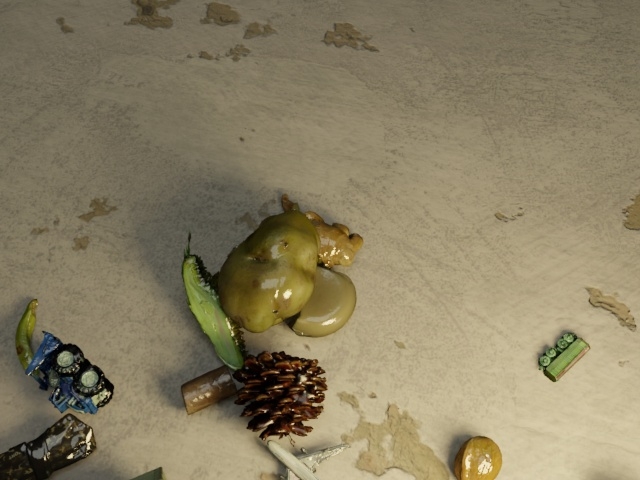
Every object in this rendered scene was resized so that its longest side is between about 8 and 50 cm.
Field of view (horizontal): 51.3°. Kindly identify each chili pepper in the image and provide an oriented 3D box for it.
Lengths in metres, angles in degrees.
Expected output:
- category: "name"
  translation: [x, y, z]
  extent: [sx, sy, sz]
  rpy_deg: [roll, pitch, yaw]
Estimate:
- category: "chili pepper"
  translation: [-0.715, 0.231, 1.621]
  extent: [0.049, 0.043, 0.208]
  rpy_deg: [-18, 59, 0]

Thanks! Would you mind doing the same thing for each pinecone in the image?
- category: "pinecone"
  translation: [-0.093, 0.348, 1.487]
  extent: [0.221, 0.221, 0.221]
  rpy_deg: [2, 58, -3]

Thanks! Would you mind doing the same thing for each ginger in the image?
- category: "ginger"
  translation: [-0.083, -0.093, 1.872]
  extent: [0.048, 0.030, 0.097]
  rpy_deg: [-7, 60, -6]
- category: "ginger"
  translation: [0.000, 0.000, 1.777]
  extent: [0.216, 0.102, 0.157]
  rpy_deg: [19, 54, 9]

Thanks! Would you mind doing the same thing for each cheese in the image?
- category: "cheese"
  translation: [-0.003, 0.158, 1.684]
  extent: [0.175, 0.091, 0.202]
  rpy_deg: [21, 59, 12]

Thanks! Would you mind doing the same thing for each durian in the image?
- category: "durian"
  translation: [-0.258, 0.158, 1.644]
  extent: [0.132, 0.106, 0.375]
  rpy_deg: [-28, 86, 6]

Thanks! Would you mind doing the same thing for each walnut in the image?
- category: "walnut"
  translation: [0.349, 0.496, 1.487]
  extent: [0.105, 0.105, 0.124]
  rpy_deg: [26, 60, 13]

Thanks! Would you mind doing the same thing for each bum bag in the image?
- category: "bum bag"
  translation: [-0.615, 0.474, 1.456]
  extent: [0.248, 0.069, 0.102]
  rpy_deg: [-30, 100, -22]

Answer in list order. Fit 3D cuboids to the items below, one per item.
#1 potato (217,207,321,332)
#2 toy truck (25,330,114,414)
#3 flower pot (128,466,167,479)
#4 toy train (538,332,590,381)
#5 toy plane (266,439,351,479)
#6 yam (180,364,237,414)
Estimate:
- category: "potato"
  translation: [-0.112, 0.063, 1.610]
  extent: [0.218, 0.202, 0.351]
  rpy_deg: [-10, 45, 29]
- category: "toy truck"
  translation: [-0.586, 0.314, 1.536]
  extent: [0.208, 0.113, 0.126]
  rpy_deg: [37, 64, 19]
- category: "flower pot"
  translation: [-0.363, 0.591, 1.317]
  extent: [0.190, 0.239, 0.209]
  rpy_deg: [-21, 32, -15]
- category: "toy train"
  translation: [0.605, 0.289, 1.670]
  extent: [0.148, 0.038, 0.071]
  rpy_deg: [-35, 65, -21]
- category: "toy plane"
  translation: [-0.033, 0.518, 1.473]
  extent: [0.226, 0.058, 0.226]
  rpy_deg: [34, 67, 21]
- category: "yam"
  translation: [-0.261, 0.346, 1.554]
  extent: [0.127, 0.084, 0.084]
  rpy_deg: [-20, 61, -16]
